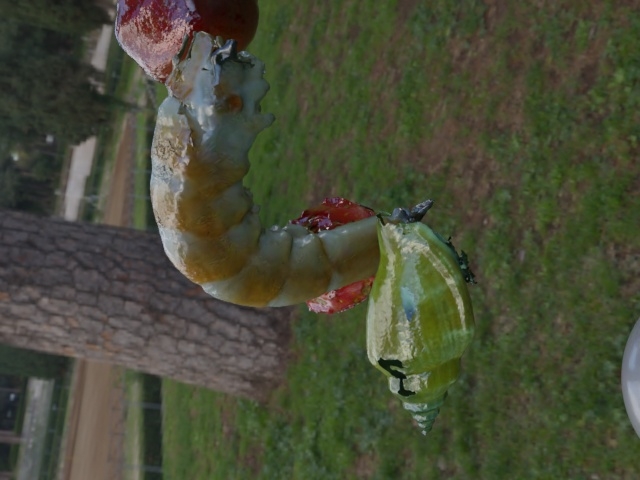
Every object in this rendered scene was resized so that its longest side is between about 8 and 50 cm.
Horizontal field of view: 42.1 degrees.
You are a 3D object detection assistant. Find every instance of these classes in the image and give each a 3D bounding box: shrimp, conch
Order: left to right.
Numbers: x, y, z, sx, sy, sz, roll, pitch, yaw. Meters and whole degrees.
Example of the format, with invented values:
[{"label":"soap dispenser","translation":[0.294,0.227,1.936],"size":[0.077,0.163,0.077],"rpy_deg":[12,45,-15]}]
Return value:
[{"label":"shrimp","translation":[-0.039,-0.027,0.711],"size":[0.185,0.287,0.068],"rpy_deg":[-54,28,3]},{"label":"conch","translation":[0.087,0.075,0.730],"size":[0.079,0.095,0.200],"rpy_deg":[-82,-3,-66]}]

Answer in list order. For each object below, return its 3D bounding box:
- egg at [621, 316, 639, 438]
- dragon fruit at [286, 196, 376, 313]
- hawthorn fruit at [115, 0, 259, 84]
[{"label":"egg","translation":[0.439,0.157,0.960],"size":[0.176,0.176,0.231],"rpy_deg":[119,166,-47]},{"label":"dragon fruit","translation":[0.000,0.000,1.012],"size":[0.153,0.111,0.153],"rpy_deg":[-16,58,26]},{"label":"hawthorn fruit","translation":[-0.187,-0.347,1.253],"size":[0.250,0.215,0.215],"rpy_deg":[-18,57,29]}]
